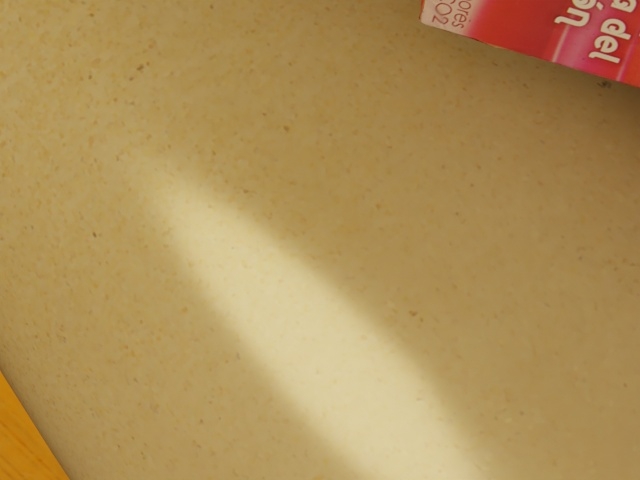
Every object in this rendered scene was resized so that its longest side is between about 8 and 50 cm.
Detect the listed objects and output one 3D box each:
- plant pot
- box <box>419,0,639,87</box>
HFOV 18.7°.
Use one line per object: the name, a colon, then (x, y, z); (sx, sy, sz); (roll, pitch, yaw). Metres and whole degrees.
plant pot: (0.000, 0.000, 0.578); (0.274, 0.256, 0.256); (43, 131, -7)
box: (0.116, -0.163, 0.439); (0.122, 0.128, 0.257); (16, 136, -1)
